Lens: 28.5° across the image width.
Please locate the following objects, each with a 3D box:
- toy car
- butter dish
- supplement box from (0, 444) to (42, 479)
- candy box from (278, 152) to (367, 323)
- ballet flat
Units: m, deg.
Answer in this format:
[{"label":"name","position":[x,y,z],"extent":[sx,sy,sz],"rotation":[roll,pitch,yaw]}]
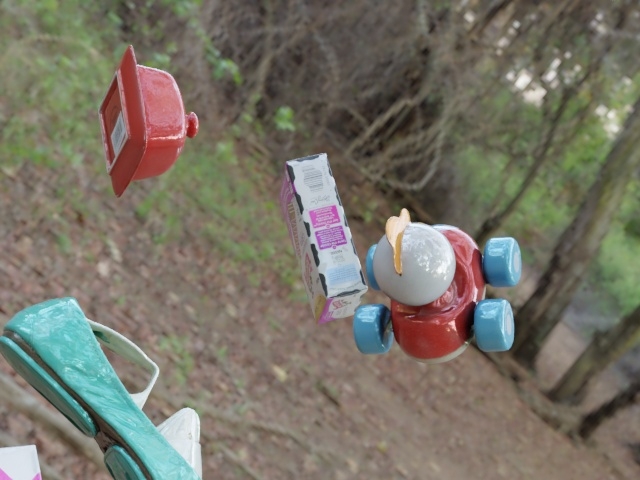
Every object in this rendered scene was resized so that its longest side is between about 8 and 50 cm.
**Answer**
[{"label":"toy car","position":[0.141,0.031,1.738],"extent":[0.219,0.210,0.238],"rotation":[-3,-37,22]},{"label":"butter dish","position":[-0.219,-0.154,1.662],"extent":[0.118,0.160,0.159],"rotation":[0,64,-25]},{"label":"supplement box","position":[-0.450,0.356,1.633],"extent":[0.114,0.220,0.111],"rotation":[3,61,-38]},{"label":"candy box","position":[0.000,0.000,2.006],"extent":[0.159,0.071,0.233],"rotation":[108,-34,-70]},{"label":"ballet flat","position":[-0.147,0.142,0.991],"extent":[0.247,0.087,0.083],"rotation":[50,-25,2]}]
